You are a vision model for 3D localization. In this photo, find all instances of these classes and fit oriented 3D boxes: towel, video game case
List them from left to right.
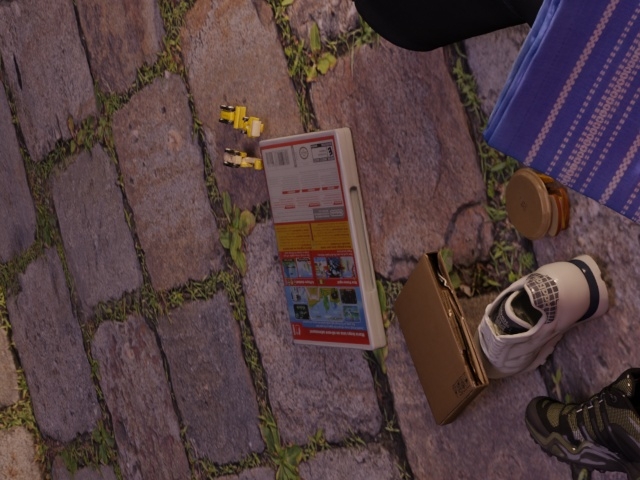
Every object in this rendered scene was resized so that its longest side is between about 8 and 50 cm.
[{"bbox_3d":[0.000,0.000,1.928,0.204,0.025,0.285,-2,99,58],"label":"video game case"},{"bbox_3d":[0.316,-0.092,1.172,0.336,0.040,0.243,29,130,6],"label":"towel"}]

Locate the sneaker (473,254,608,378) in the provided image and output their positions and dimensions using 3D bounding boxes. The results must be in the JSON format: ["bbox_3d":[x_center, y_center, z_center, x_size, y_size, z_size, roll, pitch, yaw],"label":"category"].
[{"bbox_3d":[0.207,0.087,1.555,0.090,0.095,0.235,63,149,19],"label":"sneaker"}]

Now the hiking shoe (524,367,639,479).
[{"bbox_3d":[0.301,0.177,1.465,0.227,0.086,0.114,18,102,49],"label":"hiking shoe"}]

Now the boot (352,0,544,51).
[{"bbox_3d":[0.180,-0.219,1.421,0.367,0.146,0.445,62,158,-13],"label":"boot"}]

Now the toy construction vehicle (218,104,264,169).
[{"bbox_3d":[-0.106,-0.144,2.047,0.098,0.035,0.086,16,103,53],"label":"toy construction vehicle"}]

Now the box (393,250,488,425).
[{"bbox_3d":[0.136,0.116,1.693,0.201,0.021,0.164,110,142,-70],"label":"box"}]

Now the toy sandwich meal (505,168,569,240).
[{"bbox_3d":[0.228,-0.039,1.540,0.085,0.029,0.085,36,132,54],"label":"toy sandwich meal"}]
